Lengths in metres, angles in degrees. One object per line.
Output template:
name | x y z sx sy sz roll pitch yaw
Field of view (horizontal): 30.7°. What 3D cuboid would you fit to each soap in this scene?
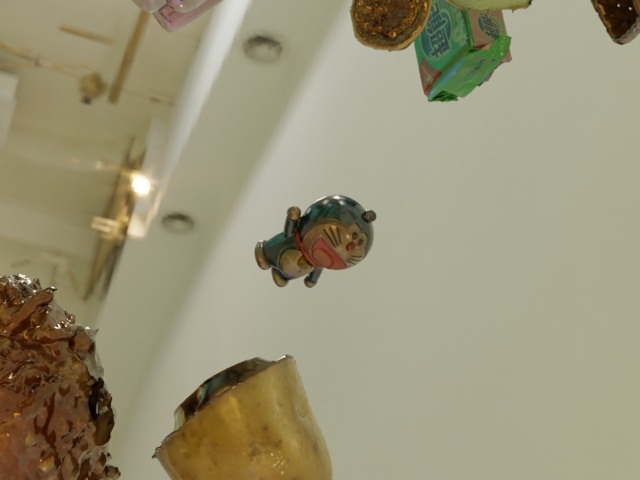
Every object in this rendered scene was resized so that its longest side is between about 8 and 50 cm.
soap | 0.224 -0.380 1.965 0.218 0.098 0.273 132 -43 -56

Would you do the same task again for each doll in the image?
doll | 0.000 0.000 1.340 0.152 0.114 0.085 -24 -143 23

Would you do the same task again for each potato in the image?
potato | -0.089 0.295 1.566 0.285 0.242 0.242 -46 -149 43

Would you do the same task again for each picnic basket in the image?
picnic basket | 0.311 -0.309 1.239 0.110 0.054 0.193 110 -40 -81

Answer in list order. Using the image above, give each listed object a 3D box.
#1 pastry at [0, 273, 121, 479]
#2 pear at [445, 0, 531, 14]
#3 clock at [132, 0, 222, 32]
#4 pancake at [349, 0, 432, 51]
pastry | -0.413 0.216 1.451 0.292 0.405 0.337 29 -107 37
pear | 0.235 -0.480 1.612 0.292 0.159 0.292 -179 -90 -85
clock | -0.231 -0.404 1.395 0.113 0.295 0.322 -34 -177 -5
pancake | 0.108 -0.361 1.818 0.022 0.139 0.139 24 80 -72
